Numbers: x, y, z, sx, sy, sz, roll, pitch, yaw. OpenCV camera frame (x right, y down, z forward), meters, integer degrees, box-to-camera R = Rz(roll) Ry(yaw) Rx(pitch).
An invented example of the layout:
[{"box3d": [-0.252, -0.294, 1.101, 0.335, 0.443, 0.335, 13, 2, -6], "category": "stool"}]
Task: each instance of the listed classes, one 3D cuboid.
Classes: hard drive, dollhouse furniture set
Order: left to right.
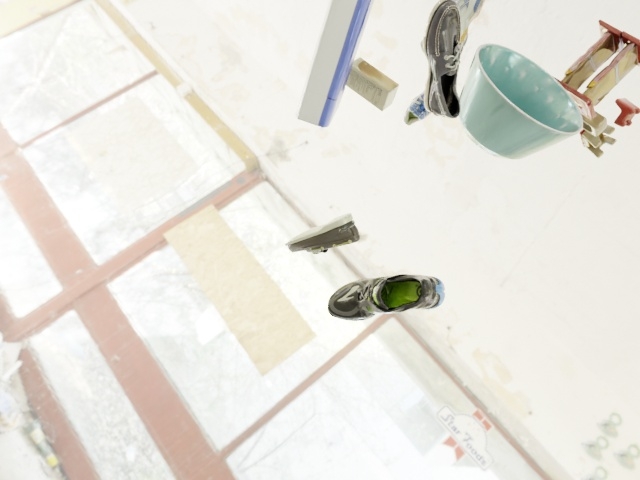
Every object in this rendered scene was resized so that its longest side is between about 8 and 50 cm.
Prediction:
[{"box3d": [0.048, -0.298, 0.531, 0.040, 0.319, 0.210, 19, 23, -2], "category": "hard drive"}, {"box3d": [0.824, -0.430, 1.417, 0.374, 0.201, 0.152, 26, 22, -53], "category": "dollhouse furniture set"}]

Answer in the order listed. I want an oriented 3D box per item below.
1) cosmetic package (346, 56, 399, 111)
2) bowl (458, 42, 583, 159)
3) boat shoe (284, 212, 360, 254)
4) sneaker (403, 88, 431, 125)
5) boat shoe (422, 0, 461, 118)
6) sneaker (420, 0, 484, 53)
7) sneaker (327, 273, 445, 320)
[{"box3d": [0.112, -0.346, 1.063, 0.115, 0.041, 0.060, 41, -30, 13], "category": "cosmetic package"}, {"box3d": [0.467, -0.321, 1.194, 0.311, 0.311, 0.163, 50, -43, 13], "category": "bowl"}, {"box3d": [0.000, 0.000, 1.181, 0.227, 0.081, 0.069, -21, -79, 44], "category": "boat shoe"}, {"box3d": [0.320, -0.407, 1.441, 0.080, 0.081, 0.211, 37, -18, -6], "category": "sneaker"}, {"box3d": [0.222, -0.304, 0.822, 0.065, 0.075, 0.206, 49, -22, 40], "category": "boat shoe"}, {"box3d": [0.394, -0.673, 1.398, 0.131, 0.296, 0.112, 27, 9, 15], "category": "sneaker"}, {"box3d": [0.089, 0.080, 0.720, 0.188, 0.067, 0.078, -12, -20, 31], "category": "sneaker"}]
